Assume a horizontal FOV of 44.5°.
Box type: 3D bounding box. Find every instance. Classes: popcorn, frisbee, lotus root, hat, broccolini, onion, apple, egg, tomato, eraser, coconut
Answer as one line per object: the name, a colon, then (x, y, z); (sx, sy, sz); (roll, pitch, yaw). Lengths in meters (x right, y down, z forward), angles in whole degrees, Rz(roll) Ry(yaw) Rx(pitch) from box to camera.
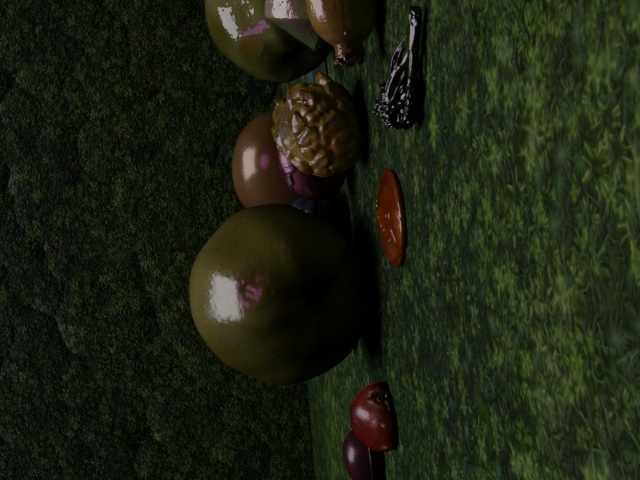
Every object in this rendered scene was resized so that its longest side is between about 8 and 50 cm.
popcorn: (-0.008, -0.267, 1.804); (0.250, 0.190, 0.250); (13, 106, 54)
frisbee: (0.129, -0.041, 1.524); (0.192, 0.035, 0.192); (174, 90, -83)
lotus root: (0.039, -0.483, 1.482); (0.131, 0.146, 0.303); (11, 107, 46)
hat: (0.103, 0.548, 1.988); (0.205, 0.089, 0.205); (174, 90, -84)
broccolini: (0.143, -0.267, 1.234); (0.091, 0.068, 0.202); (61, 143, 42)
onion: (-0.004, -0.215, 1.993); (0.163, 0.230, 0.230); (-17, 75, 45)
apple: (-0.121, -0.574, 1.989); (0.357, 0.357, 0.357); (175, 90, -83)
egg: (-0.112, -0.210, 2.311); (0.374, 0.301, 0.301); (86, 175, -52)
tomato: (0.114, 0.401, 1.766); (0.159, 0.091, 0.139); (-107, 12, -50)
eraser: (-0.006, -0.458, 2.291); (0.095, 0.052, 0.225); (121, 143, -77)
coconut: (-0.015, -0.517, 1.640); (0.236, 0.204, 0.236); (0, -90, -86)
apple: (-0.095, 0.132, 1.915); (0.473, 0.473, 0.473); (175, 90, -83)

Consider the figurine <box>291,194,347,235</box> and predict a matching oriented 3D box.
figurine: (-0.008, -0.013, 2.181); (0.197, 0.175, 0.265); (-96, 12, -52)
